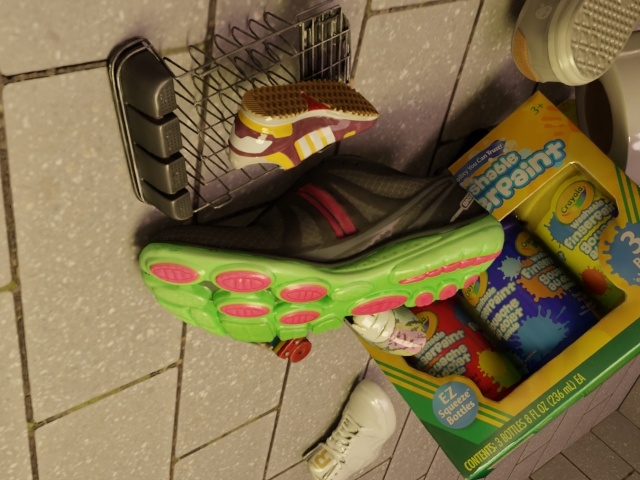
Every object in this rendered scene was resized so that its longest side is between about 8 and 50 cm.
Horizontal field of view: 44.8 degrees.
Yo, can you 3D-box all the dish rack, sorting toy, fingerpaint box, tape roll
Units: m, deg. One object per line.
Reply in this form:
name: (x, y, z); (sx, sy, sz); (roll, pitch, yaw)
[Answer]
dish rack: (-0.081, -0.149, 0.848); (0.272, 0.074, 0.208); (-31, 146, -27)
sorting toy: (-0.056, 0.117, 1.183); (0.132, 0.046, 0.274); (-50, 147, 4)
fingerpaint box: (0.282, 0.068, 1.151); (0.445, 0.371, 0.163); (-40, 156, 7)
tape roll: (0.520, -0.210, 1.221); (0.169, 0.246, 0.246); (-10, 144, 4)

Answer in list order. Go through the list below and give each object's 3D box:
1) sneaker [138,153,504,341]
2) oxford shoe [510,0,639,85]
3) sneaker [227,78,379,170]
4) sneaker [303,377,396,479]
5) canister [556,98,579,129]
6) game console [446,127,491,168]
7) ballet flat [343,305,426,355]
sneaker: (0.000, 0.000, 1.016); (0.483, 0.202, 0.185); (-7, 146, -24)
oxford shoe: (0.420, -0.379, 1.139); (0.449, 0.130, 0.169); (-46, 120, -26)
sneaker: (-0.020, -0.120, 0.831); (0.186, 0.069, 0.083); (-9, 139, -40)
sneaker: (0.053, 0.410, 1.568); (0.169, 0.108, 0.292); (-31, 145, -30)
canister: (0.441, -0.161, 1.434); (0.126, 0.073, 0.170); (-37, 148, -16)
game console: (0.294, -0.010, 1.346); (0.293, 0.250, 0.173); (-56, 173, 15)
ballet flat: (0.050, 0.090, 1.107); (0.076, 0.221, 0.079); (-55, 155, 8)
